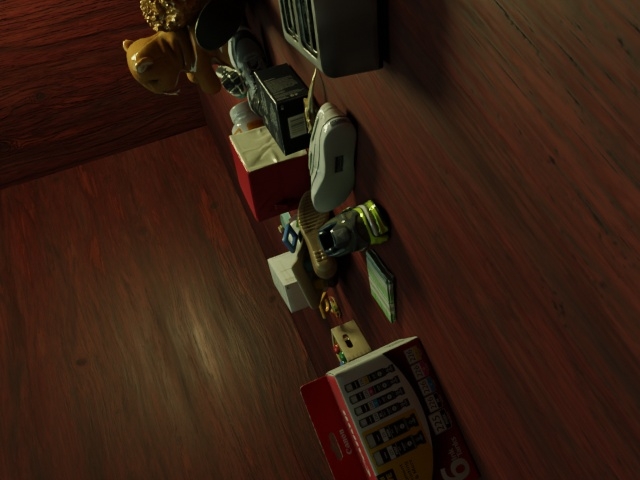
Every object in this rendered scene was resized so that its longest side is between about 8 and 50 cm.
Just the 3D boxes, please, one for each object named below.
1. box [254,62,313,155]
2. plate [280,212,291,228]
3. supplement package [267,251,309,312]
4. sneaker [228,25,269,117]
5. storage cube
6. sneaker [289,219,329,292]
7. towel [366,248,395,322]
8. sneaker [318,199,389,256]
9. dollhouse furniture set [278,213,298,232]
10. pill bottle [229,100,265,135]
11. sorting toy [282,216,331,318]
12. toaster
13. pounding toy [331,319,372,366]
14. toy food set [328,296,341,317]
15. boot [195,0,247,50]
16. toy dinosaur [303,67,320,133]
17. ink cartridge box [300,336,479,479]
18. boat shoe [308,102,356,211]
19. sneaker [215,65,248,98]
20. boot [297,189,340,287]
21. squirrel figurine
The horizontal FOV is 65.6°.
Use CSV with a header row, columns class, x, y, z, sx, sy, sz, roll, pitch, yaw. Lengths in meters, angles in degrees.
class,x,y,z,sx,sy,sz,roll,pitch,yaw
box,-0.087,-0.326,1.233,0.156,0.093,0.158,84,160,-50
plate,-0.132,-0.051,2.043,0.188,0.024,0.188,159,90,-79
supplement package,-0.107,0.159,2.013,0.244,0.138,0.134,-131,25,-59
sneaker,-0.167,-0.449,1.378,0.153,0.101,0.269,54,167,47
storage cube,-0.142,-0.206,1.460,0.193,0.183,0.215,85,160,-48
sneaker,-0.035,0.050,1.640,0.263,0.099,0.121,67,163,4
towel,0.142,0.105,1.145,0.113,0.023,0.152,-121,13,-46
sneaker,0.047,-0.016,1.103,0.300,0.121,0.111,139,110,-77
dollhouse furniture set,-0.082,-0.023,1.774,0.081,0.091,0.114,58,172,-32
pill bottle,-0.214,-0.335,1.663,0.136,0.136,0.246,121,127,-75
sorting toy,-0.012,0.078,1.485,0.196,0.047,0.348,-69,-37,-49
toaster,0.014,-0.349,0.728,0.168,0.110,0.186,-124,18,-44
pounding toy,0.087,0.357,1.612,0.206,0.094,0.181,83,161,-47
toy food set,0.048,0.234,1.749,0.083,0.020,0.083,-124,18,-46
boot,-0.249,-0.583,1.294,0.091,0.263,0.229,30,174,-18
toy dinosaur,-0.020,-0.286,1.108,0.183,0.053,0.093,94,153,-63
ink cartridge box,0.137,0.405,1.062,0.130,0.271,0.310,118,129,-74
boat shoe,0.016,-0.170,1.057,0.268,0.096,0.088,89,160,-55
sneaker,-0.288,-0.562,1.768,0.110,0.107,0.275,54,-176,-38
boot,0.000,0.000,1.424,0.207,0.090,0.249,65,-166,-70
squirrel figurine,-0.420,-0.633,1.505,0.397,0.370,0.281,86,160,-53
